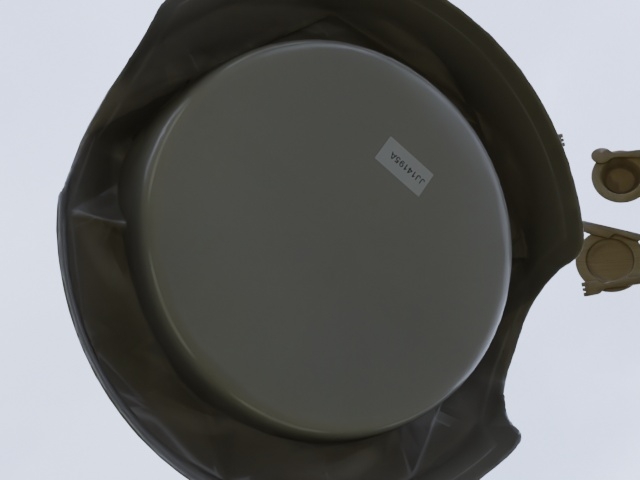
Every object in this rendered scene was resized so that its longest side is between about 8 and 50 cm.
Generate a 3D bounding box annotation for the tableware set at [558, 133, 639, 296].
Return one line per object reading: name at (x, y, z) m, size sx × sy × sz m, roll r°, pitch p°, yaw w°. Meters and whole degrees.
tableware set at (0.244, -0.028, 0.909) m, size 0.141 × 0.020 × 0.169 m, roll 4°, pitch -110°, yaw 15°

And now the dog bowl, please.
dog bowl at (0.000, 0.000, 0.613) m, size 0.349 × 0.349 × 0.102 m, roll 53°, pitch -24°, yaw -7°
